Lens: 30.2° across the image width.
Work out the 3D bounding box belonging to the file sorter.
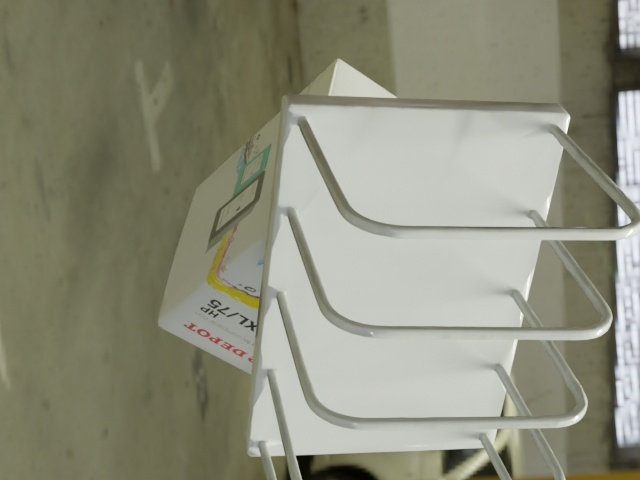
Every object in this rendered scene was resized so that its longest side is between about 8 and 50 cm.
[{"bbox_3d":[0.069,0.069,0.768,0.173,0.192,0.278,-112,-154,-58],"label":"file sorter"}]

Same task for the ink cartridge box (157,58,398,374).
[{"bbox_3d":[0.000,0.000,1.209,0.270,0.198,0.197,-38,-149,43],"label":"ink cartridge box"}]
